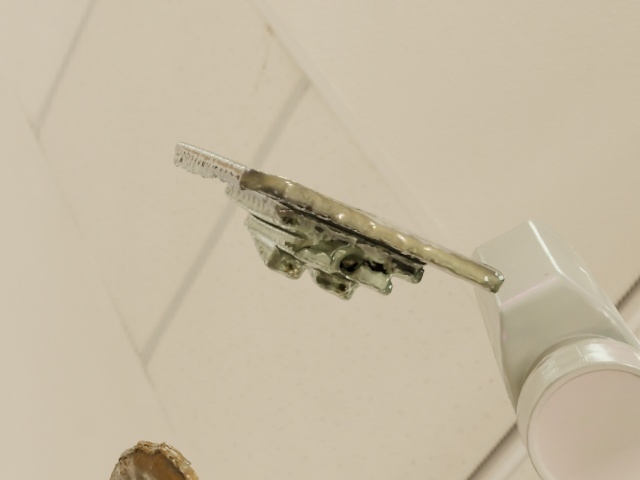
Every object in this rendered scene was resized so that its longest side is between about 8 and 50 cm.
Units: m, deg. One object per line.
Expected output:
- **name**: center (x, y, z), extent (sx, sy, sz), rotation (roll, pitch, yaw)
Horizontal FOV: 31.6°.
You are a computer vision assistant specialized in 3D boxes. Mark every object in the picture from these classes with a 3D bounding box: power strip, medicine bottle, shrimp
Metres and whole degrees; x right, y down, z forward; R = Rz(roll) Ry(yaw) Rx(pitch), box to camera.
- **power strip**: center (0.000, 0.000, 0.783), extent (0.064, 0.198, 0.213), rotation (-66, -157, 2)
- **medicine bottle**: center (0.192, 0.091, 0.886), extent (0.111, 0.161, 0.296), rotation (-29, -166, 8)
- **shrimp**: center (-0.205, 0.368, 1.419), extent (0.173, 0.058, 0.253), rotation (13, -70, 30)
